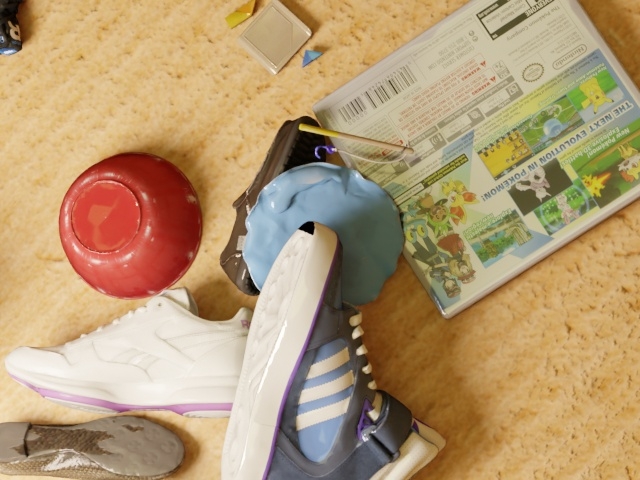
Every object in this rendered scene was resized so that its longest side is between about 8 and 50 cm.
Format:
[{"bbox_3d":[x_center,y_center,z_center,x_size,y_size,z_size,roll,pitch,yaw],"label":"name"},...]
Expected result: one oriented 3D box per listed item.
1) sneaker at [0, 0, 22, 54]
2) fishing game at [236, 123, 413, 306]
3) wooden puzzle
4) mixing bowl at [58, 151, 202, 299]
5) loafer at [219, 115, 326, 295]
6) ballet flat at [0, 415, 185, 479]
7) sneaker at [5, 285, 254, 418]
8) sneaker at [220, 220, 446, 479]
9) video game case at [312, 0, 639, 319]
[{"bbox_3d":[-0.380,-0.301,1.810,0.217,0.079,0.121,-33,82,15],"label":"sneaker"},{"bbox_3d":[0.000,0.000,1.673,0.189,0.041,0.264,7,103,-12],"label":"fishing game"},{"bbox_3d":[-0.056,-0.246,1.767,0.078,0.014,0.116,-41,78,9],"label":"wooden puzzle"},{"bbox_3d":[-0.240,-0.022,1.739,0.181,0.098,0.181,-1,84,12],"label":"mixing bowl"},{"bbox_3d":[-0.066,-0.048,1.712,0.078,0.080,0.220,23,89,36],"label":"loafer"},{"bbox_3d":[-0.282,0.256,1.745,0.250,0.058,0.084,0,49,6],"label":"ballet flat"},{"bbox_3d":[-0.215,0.130,1.724,0.305,0.114,0.152,2,77,4],"label":"sneaker"},{"bbox_3d":[0.039,0.158,1.636,0.236,0.130,0.323,15,93,-18],"label":"sneaker"},{"bbox_3d":[0.203,-0.120,1.692,0.329,0.036,0.300,-33,79,6],"label":"video game case"}]
